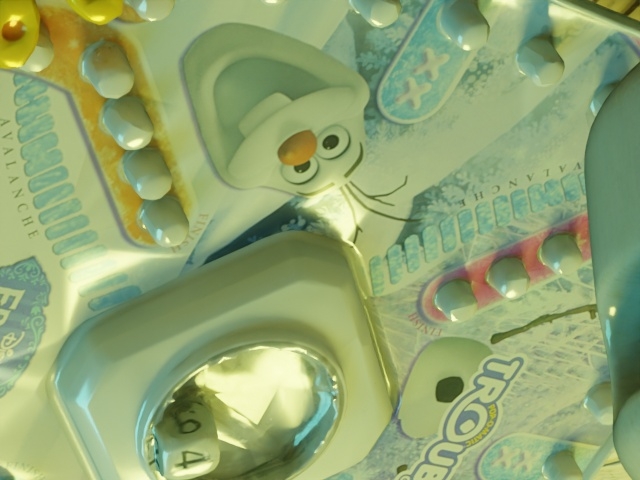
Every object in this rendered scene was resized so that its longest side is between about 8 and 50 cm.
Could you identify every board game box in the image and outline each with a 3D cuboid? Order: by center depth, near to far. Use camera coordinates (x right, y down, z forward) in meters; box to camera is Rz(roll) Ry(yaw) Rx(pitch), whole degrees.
[{"bbox_3d":[-0.028,0.068,0.727,0.390,0.390,0.050,16,-154,-34],"label":"board game box"}]

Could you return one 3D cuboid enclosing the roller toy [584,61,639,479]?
[{"bbox_3d":[0.186,0.017,0.615,0.191,0.146,0.209,-17,155,33],"label":"roller toy"}]
